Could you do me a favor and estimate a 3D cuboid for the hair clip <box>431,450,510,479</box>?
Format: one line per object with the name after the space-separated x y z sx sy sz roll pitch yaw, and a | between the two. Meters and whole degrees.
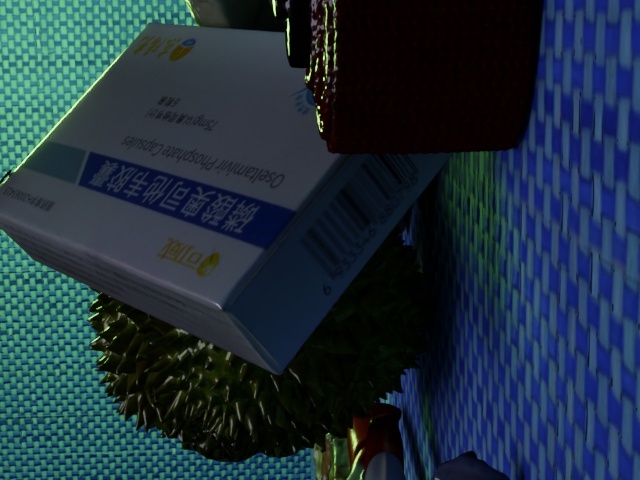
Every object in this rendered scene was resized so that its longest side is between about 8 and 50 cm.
0.051 0.245 0.674 0.090 0.137 0.278 -40 -40 -46 | hair clip

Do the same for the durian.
-0.043 0.049 0.933 0.291 0.291 0.225 98 164 -71 | durian

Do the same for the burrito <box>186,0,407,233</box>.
-0.016 -0.153 0.998 0.332 0.135 0.190 69 -175 -47 | burrito

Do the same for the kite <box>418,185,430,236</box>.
0.070 -0.119 0.969 0.245 0.015 0.141 -100 8 -53 | kite

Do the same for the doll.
0.048 0.238 0.941 0.384 0.099 0.188 -66 -26 -83 | doll

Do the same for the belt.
0.037 -0.141 0.599 0.128 0.124 0.201 -107 15 -72 | belt

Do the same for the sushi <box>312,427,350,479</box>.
0.018 0.277 1.587 0.320 0.068 0.339 95 173 -64 | sushi

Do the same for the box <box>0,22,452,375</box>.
-0.079 -0.048 0.800 0.343 0.200 0.065 17 154 52 | box
